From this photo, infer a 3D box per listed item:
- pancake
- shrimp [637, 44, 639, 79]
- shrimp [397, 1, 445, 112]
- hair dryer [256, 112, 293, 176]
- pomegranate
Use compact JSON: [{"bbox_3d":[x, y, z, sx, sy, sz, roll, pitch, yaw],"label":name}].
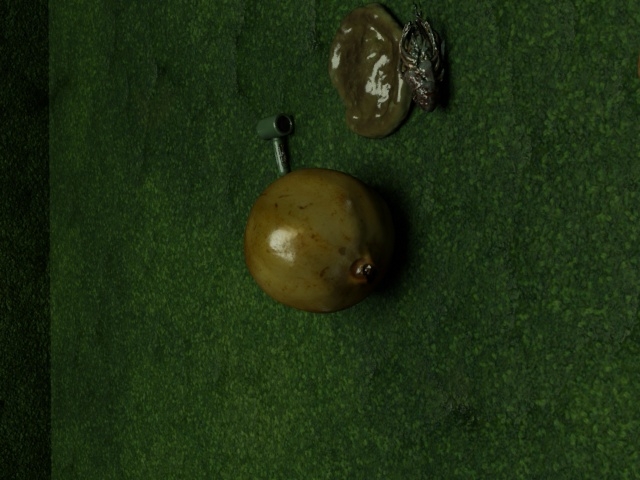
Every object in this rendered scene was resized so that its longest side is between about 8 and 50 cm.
[{"bbox_3d":[0.084,-0.294,1.797,0.222,0.042,0.236,-15,80,56],"label":"pancake"},{"bbox_3d":[0.433,-0.279,1.245,0.236,0.053,0.133,105,-175,-50],"label":"shrimp"},{"bbox_3d":[0.163,-0.299,1.669,0.073,0.074,0.190,103,168,-78],"label":"shrimp"},{"bbox_3d":[-0.078,-0.173,2.042,0.071,0.047,0.150,-8,97,56],"label":"hair dryer"},{"bbox_3d":[0.000,0.000,1.757,0.264,0.264,0.264,6,98,54],"label":"pomegranate"}]
